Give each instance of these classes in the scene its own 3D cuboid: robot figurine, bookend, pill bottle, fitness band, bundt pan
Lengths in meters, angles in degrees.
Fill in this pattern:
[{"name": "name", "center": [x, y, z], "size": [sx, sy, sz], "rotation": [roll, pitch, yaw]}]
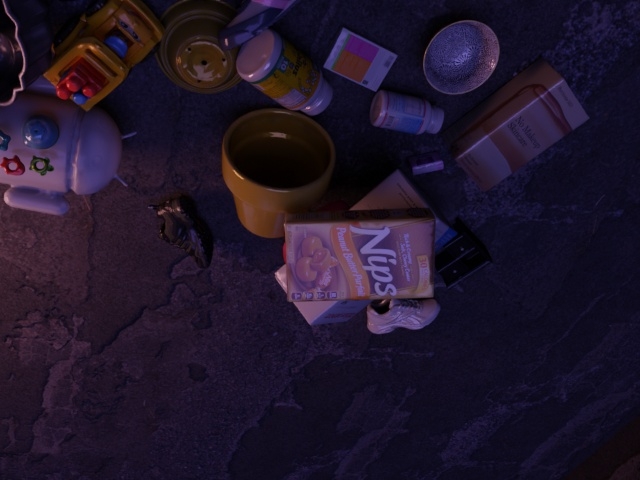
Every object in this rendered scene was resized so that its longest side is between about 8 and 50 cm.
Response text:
[{"name": "robot figurine", "center": [-0.584, -0.208, 1.325], "size": [0.354, 0.200, 0.299], "rotation": [10, 94, -16]}, {"name": "bookend", "center": [0.381, 0.040, 1.778], "size": [0.156, 0.072, 0.157], "rotation": [-36, 126, 20]}, {"name": "pill bottle", "center": [0.203, -0.297, 1.458], "size": [0.160, 0.087, 0.087], "rotation": [9, 127, -16]}, {"name": "fitness band", "center": [0.000, 0.000, 1.600], "size": [0.209, 0.054, 0.291], "rotation": [-35, 163, -13]}, {"name": "bundt pan", "center": [-0.622, -0.417, 1.130], "size": [0.331, 0.124, 0.330], "rotation": [16, 130, 20]}, {"name": "pill bottle", "center": [-0.069, -0.351, 1.328], "size": [0.118, 0.117, 0.208], "rotation": [-39, 142, 21]}]

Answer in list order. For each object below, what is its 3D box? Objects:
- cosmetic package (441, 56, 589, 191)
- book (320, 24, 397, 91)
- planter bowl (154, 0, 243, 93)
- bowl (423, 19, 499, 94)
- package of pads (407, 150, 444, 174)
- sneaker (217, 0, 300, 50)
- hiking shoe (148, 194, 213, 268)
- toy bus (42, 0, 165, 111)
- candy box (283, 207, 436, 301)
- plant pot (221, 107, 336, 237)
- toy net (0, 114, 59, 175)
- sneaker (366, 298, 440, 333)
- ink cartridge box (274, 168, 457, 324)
[{"name": "cosmetic package", "center": [0.463, -0.274, 1.494], "size": [0.296, 0.129, 0.153], "rotation": [-39, 124, 21]}, {"name": "book", "center": [0.087, -0.405, 1.386], "size": [0.144, 0.035, 0.096], "rotation": [20, 120, -24]}, {"name": "planter bowl", "center": [-0.243, -0.389, 1.304], "size": [0.217, 0.090, 0.217], "rotation": [-5, 130, -6]}, {"name": "bowl", "center": [0.301, -0.419, 1.378], "size": [0.170, 0.080, 0.170], "rotation": [-5, 130, -6]}, {"name": "package of pads", "center": [0.267, -0.196, 1.577], "size": [0.083, 0.050, 0.032], "rotation": [-12, 130, 0]}, {"name": "sneaker", "center": [-0.098, -0.509, 1.209], "size": [0.319, 0.112, 0.131], "rotation": [-40, 118, 2]}, {"name": "hiking shoe", "center": [-0.357, -0.017, 1.613], "size": [0.114, 0.086, 0.226], "rotation": [-8, 126, 15]}, {"name": "toy bus", "center": [-0.432, -0.358, 1.212], "size": [0.220, 0.211, 0.149], "rotation": [-29, 127, 24]}, {"name": "candy box", "center": [0.084, 0.031, 1.339], "size": [0.317, 0.087, 0.182], "rotation": [-2, 110, 1]}, {"name": "plant pot", "center": [-0.108, -0.138, 1.453], "size": [0.254, 0.253, 0.239], "rotation": [2, 145, -11]}, {"name": "toy net", "center": [-0.630, -0.191, 1.188], "size": [0.232, 0.045, 0.122], "rotation": [4, 97, -14]}, {"name": "sneaker", "center": [0.250, 0.212, 1.891], "size": [0.232, 0.090, 0.115], "rotation": [-14, 127, 1]}, {"name": "ink cartridge box", "center": [0.121, 0.031, 1.553], "size": [0.395, 0.166, 0.285], "rotation": [-40, 162, 13]}]
